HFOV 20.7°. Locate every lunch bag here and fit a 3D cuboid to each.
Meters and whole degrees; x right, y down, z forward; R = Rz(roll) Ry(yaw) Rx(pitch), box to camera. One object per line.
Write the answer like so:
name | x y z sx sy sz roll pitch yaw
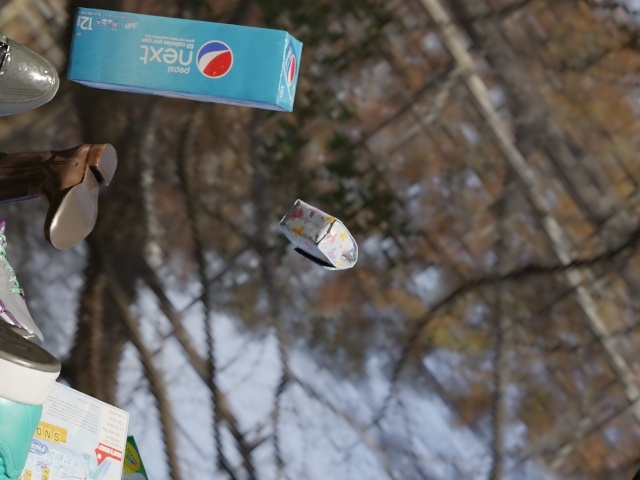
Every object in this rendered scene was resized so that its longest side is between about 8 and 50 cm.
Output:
lunch bag | 0.000 0.000 2.073 0.071 0.083 0.053 28 -103 35

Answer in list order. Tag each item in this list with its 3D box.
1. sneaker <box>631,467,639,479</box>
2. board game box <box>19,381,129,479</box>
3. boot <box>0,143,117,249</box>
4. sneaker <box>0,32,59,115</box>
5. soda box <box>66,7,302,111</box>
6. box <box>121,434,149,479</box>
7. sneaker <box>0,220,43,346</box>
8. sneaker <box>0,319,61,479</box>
sneaker | 0.374 0.292 1.731 0.182 0.315 0.127 -28 -144 -10
board game box | -0.336 0.283 1.773 0.066 0.319 0.318 -11 -118 34
boot | -0.211 -0.029 1.243 0.114 0.037 0.106 -2 -143 23
sneaker | -0.414 -0.211 2.004 0.106 0.267 0.101 -9 -111 56
soda box | -0.129 -0.171 1.668 0.210 0.071 0.067 8 179 12
box | -0.221 0.321 1.969 0.043 0.179 0.105 -1 152 -42
sneaker | -0.403 0.032 2.165 0.098 0.223 0.083 -43 177 -14
sneaker | -0.251 0.130 1.121 0.178 0.124 0.295 -67 -163 -3
